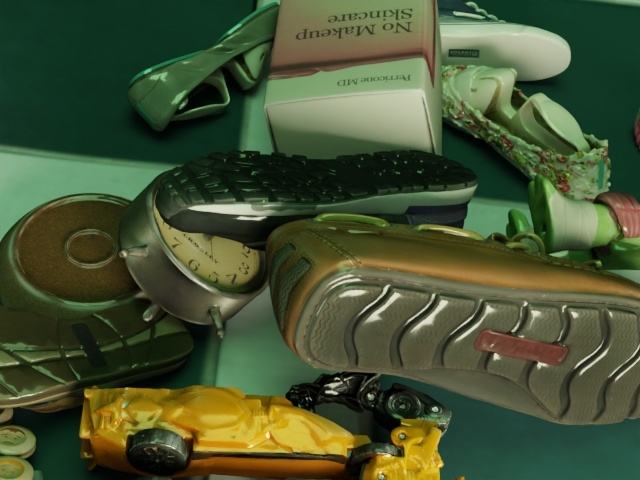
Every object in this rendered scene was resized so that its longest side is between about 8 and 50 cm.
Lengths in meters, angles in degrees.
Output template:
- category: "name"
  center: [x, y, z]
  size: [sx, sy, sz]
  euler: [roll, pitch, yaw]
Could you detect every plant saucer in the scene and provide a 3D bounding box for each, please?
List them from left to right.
- category: "plant saucer"
  center: [-0.198, 0.014, 1.042]
  size: [0.168, 0.029, 0.168]
  euler: [4, 46, -4]

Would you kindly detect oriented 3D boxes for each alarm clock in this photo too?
- category: "alarm clock"
  center: [-0.102, -0.003, 1.027]
  size: [0.129, 0.064, 0.192]
  euler: [42, 35, -13]

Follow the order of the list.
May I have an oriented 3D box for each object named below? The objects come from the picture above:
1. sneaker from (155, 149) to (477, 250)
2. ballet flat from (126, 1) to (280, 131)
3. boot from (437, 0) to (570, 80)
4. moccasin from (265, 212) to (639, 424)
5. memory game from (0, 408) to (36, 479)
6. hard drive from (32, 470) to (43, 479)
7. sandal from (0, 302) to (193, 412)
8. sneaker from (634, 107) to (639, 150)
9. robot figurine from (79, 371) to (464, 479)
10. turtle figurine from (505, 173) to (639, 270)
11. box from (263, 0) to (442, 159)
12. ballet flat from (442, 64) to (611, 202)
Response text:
- category: "sneaker"
  center: [0.000, 0.000, 0.999]
  size: [0.283, 0.124, 0.107]
  euler: [-1, 25, -27]
- category: "ballet flat"
  center: [-0.101, -0.171, 1.220]
  size: [0.213, 0.072, 0.068]
  euler: [-35, 88, -34]
- category: "boot"
  center: [0.174, -0.228, 1.306]
  size: [0.190, 0.069, 0.086]
  euler: [6, 49, -1]
- category: "moccasin"
  center: [0.135, 0.058, 0.958]
  size: [0.380, 0.139, 0.147]
  euler: [7, 29, -20]
- category: "memory game"
  center: [-0.295, 0.150, 0.863]
  size: [0.186, 0.012, 0.186]
  euler: [10, 25, -5]
- category: "hard drive"
  center: [-0.232, 0.228, 0.835]
  size: [0.094, 0.022, 0.135]
  euler: [-7, 48, -16]
- category: "sandal"
  center: [-0.206, 0.096, 0.947]
  size: [0.219, 0.060, 0.090]
  euler: [-7, 49, -36]
- category: "sneaker"
  center: [0.368, -0.095, 1.235]
  size: [0.057, 0.047, 0.119]
  euler: [-9, 56, -26]
- category: "robot figurine"
  center: [-0.032, 0.184, 0.869]
  size: [0.291, 0.085, 0.211]
  euler: [5, 46, -4]
- category: "turtle figurine"
  center: [0.306, -0.050, 1.079]
  size: [0.266, 0.275, 0.198]
  euler: [-4, 13, -7]
- category: "box"
  center: [0.038, -0.162, 1.159]
  size: [0.148, 0.127, 0.232]
  euler: [-5, 45, 10]
- category: "ballet flat"
  center: [0.197, -0.126, 1.209]
  size: [0.241, 0.077, 0.091]
  euler: [38, 53, 25]
